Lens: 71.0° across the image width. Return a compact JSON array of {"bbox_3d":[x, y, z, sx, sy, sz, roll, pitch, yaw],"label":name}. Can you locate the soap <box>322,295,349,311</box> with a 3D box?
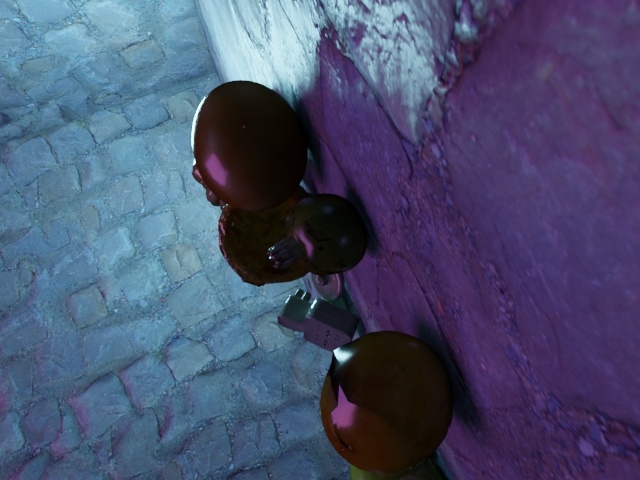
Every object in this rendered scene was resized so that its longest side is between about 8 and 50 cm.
[{"bbox_3d":[0.035,0.177,1.624,0.119,0.067,0.197,-131,20,-68],"label":"soap"}]

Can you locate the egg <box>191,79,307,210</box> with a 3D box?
[{"bbox_3d":[-0.179,-0.239,1.132,0.282,0.283,0.350,84,163,-64],"label":"egg"}]

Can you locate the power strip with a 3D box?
[{"bbox_3d":[-0.002,0.268,1.548,0.261,0.141,0.229,23,148,10],"label":"power strip"}]

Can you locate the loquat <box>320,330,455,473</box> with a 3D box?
[{"bbox_3d":[0.112,0.269,0.768,0.235,0.235,0.234,158,90,-82],"label":"loquat"}]

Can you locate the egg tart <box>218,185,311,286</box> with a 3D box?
[{"bbox_3d":[-0.149,-0.031,1.353,0.129,0.342,0.340,-133,22,-67],"label":"egg tart"}]

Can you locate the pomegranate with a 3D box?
[{"bbox_3d":[-0.010,0.000,0.912,0.180,0.210,0.179,47,155,31],"label":"pomegranate"}]

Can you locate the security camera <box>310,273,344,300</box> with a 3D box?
[{"bbox_3d":[-0.020,0.064,1.474,0.157,0.080,0.301,-25,86,51],"label":"security camera"}]

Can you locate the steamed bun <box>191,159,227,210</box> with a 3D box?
[{"bbox_3d":[-0.251,-0.218,1.501,0.373,0.325,0.230,18,132,49],"label":"steamed bun"}]

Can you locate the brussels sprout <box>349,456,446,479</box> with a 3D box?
[{"bbox_3d":[0.203,0.639,1.138,0.327,0.247,0.328,60,-173,-12],"label":"brussels sprout"}]
